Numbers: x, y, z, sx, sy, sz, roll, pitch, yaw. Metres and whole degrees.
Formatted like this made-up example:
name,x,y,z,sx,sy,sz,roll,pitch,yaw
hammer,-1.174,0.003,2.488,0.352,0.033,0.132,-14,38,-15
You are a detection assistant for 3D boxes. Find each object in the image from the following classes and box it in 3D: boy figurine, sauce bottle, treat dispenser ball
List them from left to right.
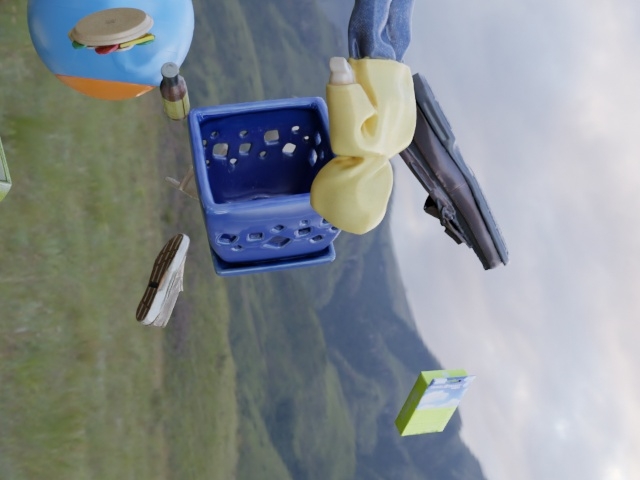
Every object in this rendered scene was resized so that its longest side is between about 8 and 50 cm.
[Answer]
name,x,y,z,sx,sy,sz,roll,pitch,yaw
treat dispenser ball,-0.370,-0.395,1.620,0.288,0.288,0.288,167,-90,-84
sauce bottle,-0.219,-0.225,1.368,0.128,0.042,0.042,103,-26,-68
boy figurine,0.054,-0.151,0.988,0.177,0.092,0.285,-16,117,-60

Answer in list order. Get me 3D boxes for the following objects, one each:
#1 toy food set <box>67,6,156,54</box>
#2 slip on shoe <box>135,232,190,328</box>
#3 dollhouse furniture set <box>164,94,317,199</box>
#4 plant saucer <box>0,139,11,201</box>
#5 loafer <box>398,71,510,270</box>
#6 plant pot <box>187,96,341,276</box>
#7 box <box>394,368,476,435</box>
name,x,y,z,sx,sy,sz,roll,pitch,yaw
toy food set,-0.204,-0.205,0.894,0.082,0.083,0.020,-129,-153,-50
slip on shoe,-0.208,0.057,1.257,0.051,0.041,0.135,8,-106,53
dollhouse furniture set,-0.108,-0.200,1.850,0.174,0.355,0.303,28,-3,45
plant saucer,-0.650,-0.168,1.763,0.188,0.045,0.188,-169,-115,-86
loafer,0.167,-0.083,1.276,0.302,0.095,0.109,61,12,-16
plant pot,-0.089,-0.075,1.491,0.212,0.236,0.236,97,-18,-50
box,0.229,0.321,1.842,0.042,0.109,0.178,62,-38,42
